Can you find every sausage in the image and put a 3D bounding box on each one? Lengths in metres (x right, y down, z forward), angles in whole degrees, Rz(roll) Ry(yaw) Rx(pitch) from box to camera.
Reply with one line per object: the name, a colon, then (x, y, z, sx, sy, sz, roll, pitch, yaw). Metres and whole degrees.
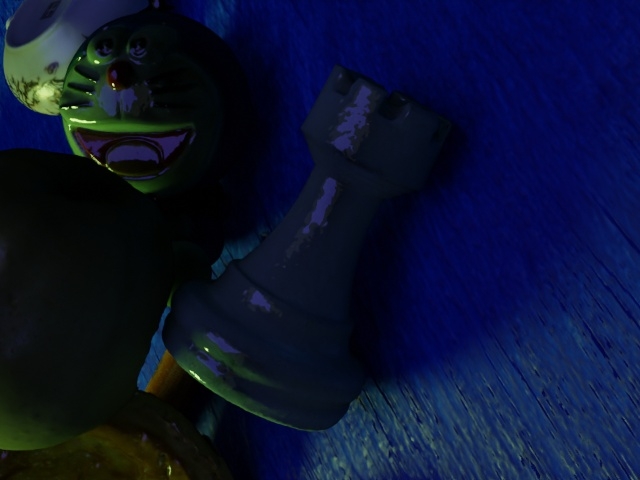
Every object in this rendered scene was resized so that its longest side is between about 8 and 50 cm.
sausage: (-0.171, 0.176, 1.307, 0.053, 0.053, 0.347, 48, 120, 38)

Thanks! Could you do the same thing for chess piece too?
chess piece: (0.000, 0.000, 1.063, 0.195, 0.195, 0.299, 36, 103, 43)

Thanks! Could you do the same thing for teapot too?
teapot: (-0.288, -0.239, 1.420, 0.300, 0.166, 0.208, -2, 67, 56)

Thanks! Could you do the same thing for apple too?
apple: (-0.269, 0.048, 1.080, 0.279, 0.279, 0.279, -6, 82, 47)

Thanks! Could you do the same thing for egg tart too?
egg tart: (-0.236, 0.300, 1.243, 0.129, 0.341, 0.341, -92, 13, -83)

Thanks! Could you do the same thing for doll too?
doll: (-0.174, -0.100, 1.243, 0.199, 0.186, 0.321, 7, 103, 14)
